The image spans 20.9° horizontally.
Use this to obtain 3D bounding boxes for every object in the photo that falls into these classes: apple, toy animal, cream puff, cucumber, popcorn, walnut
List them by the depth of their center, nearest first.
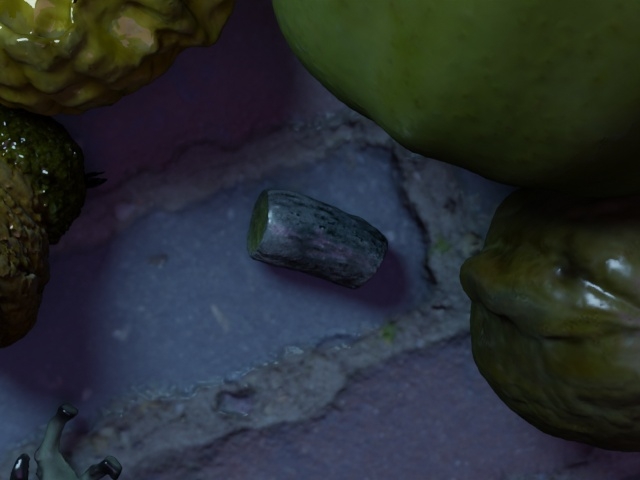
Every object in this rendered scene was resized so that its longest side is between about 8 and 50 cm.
[{"bbox_3d":[0.187,-0.255,1.207,0.473,0.473,0.474,-2,101,-9],"label":"apple"},{"bbox_3d":[-0.174,-0.207,1.262,0.250,0.190,0.250,0,83,2],"label":"popcorn"},{"bbox_3d":[-0.250,-0.030,1.324,0.169,0.183,0.183,-46,106,-28],"label":"cream puff"},{"bbox_3d":[0.240,0.053,1.351,0.283,0.283,0.227,16,89,-12],"label":"walnut"},{"bbox_3d":[-0.002,0.000,1.411,0.112,0.064,0.064,18,97,-15],"label":"cucumber"},{"bbox_3d":[-0.172,0.256,1.425,0.217,0.073,0.176,35,108,-10],"label":"toy animal"}]
